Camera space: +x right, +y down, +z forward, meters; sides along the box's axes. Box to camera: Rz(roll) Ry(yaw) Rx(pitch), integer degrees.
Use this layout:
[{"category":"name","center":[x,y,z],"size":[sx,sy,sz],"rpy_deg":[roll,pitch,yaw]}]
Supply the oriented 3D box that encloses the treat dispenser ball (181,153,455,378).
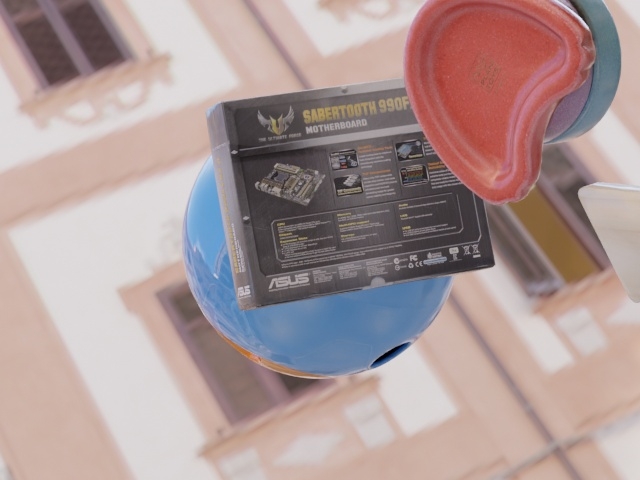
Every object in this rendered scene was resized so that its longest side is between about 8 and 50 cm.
[{"category":"treat dispenser ball","center":[0.000,0.000,1.865],"size":[0.288,0.288,0.288],"rpy_deg":[-22,-35,-17]}]

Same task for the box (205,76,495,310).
[{"category":"box","center":[0.027,-0.045,1.592],"size":[0.231,0.183,0.056],"rpy_deg":[-10,-3,-19]}]

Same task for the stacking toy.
[{"category":"stacking toy","center":[0.222,-0.141,1.210],"size":[0.130,0.279,0.309],"rpy_deg":[-18,-30,-47]}]
